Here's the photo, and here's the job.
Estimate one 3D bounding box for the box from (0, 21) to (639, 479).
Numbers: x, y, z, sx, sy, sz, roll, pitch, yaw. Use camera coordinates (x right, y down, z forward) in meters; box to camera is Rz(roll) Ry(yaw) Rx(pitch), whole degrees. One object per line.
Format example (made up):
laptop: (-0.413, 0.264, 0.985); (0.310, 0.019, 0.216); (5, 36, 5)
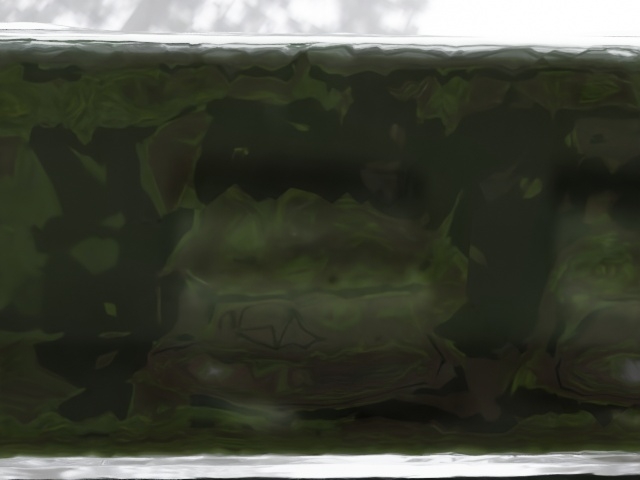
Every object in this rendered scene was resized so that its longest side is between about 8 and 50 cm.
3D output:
box: (0.000, 0.001, 0.530); (0.396, 0.396, 0.111); (0, -88, 1)
